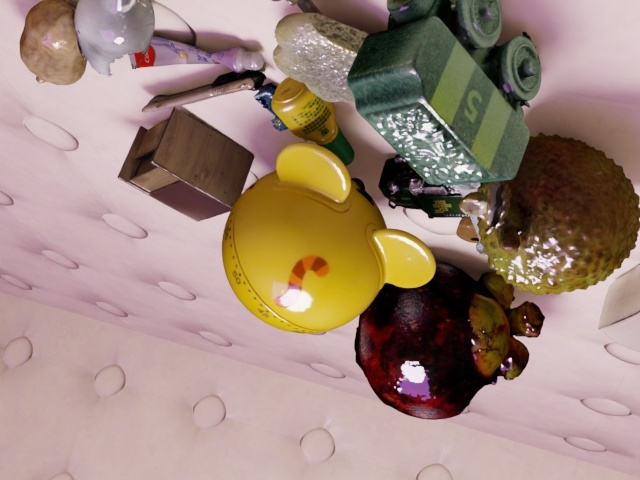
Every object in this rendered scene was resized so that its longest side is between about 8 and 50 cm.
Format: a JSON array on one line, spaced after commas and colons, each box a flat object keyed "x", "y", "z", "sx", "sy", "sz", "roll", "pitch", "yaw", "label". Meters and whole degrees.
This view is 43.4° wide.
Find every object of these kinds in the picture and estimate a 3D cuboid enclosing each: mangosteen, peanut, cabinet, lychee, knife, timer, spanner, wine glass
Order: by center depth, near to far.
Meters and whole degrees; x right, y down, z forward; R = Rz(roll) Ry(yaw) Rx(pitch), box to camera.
[{"x": 0.374, "y": -0.041, "z": 1.290, "sx": 0.270, "sy": 0.320, "sz": 0.270, "roll": 43, "pitch": 151, "yaw": 31, "label": "lychee"}, {"x": -0.331, "y": -0.390, "z": 1.304, "sx": 0.143, "sy": 0.143, "sz": 0.321, "roll": 23, "pitch": 159, "yaw": -7, "label": "wine glass"}, {"x": 0.296, "y": -0.043, "z": 1.488, "sx": 0.071, "sy": 0.017, "sz": 0.302, "roll": 5, "pitch": 152, "yaw": 27, "label": "spanner"}, {"x": -0.495, "y": -0.367, "z": 1.497, "sx": 0.129, "sy": 0.129, "sz": 0.224, "roll": 24, "pitch": 155, "yaw": -9, "label": "peanut"}, {"x": -0.230, "y": -0.285, "z": 1.538, "sx": 0.365, "sy": 0.089, "sz": 0.043, "roll": -1, "pitch": 106, "yaw": 46, "label": "knife"}, {"x": 0.000, "y": 0.000, "z": 1.580, "sx": 0.376, "sy": 0.376, "sz": 0.387, "roll": 31, "pitch": 139, "yaw": -24, "label": "timer"}, {"x": -0.292, "y": -0.165, "z": 1.756, "sx": 0.215, "sy": 0.148, "sz": 0.175, "roll": 29, "pitch": 156, "yaw": -30, "label": "cabinet"}, {"x": 0.284, "y": 0.216, "z": 1.899, "sx": 0.381, "sy": 0.421, "sz": 0.381, "roll": 58, "pitch": 173, "yaw": 12, "label": "mangosteen"}]

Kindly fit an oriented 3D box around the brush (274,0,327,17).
[{"x": -0.030, "y": -0.367, "z": 1.210, "sx": 0.084, "sy": 0.071, "sz": 0.301, "roll": 22, "pitch": 172, "yaw": 41, "label": "brush"}]

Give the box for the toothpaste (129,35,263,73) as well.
[{"x": -0.237, "y": -0.337, "z": 1.456, "sx": 0.301, "sy": 0.048, "sz": 0.075, "roll": 11, "pitch": 160, "yaw": 26, "label": "toothpaste"}]

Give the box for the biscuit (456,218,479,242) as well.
[{"x": 0.426, "y": -0.009, "z": 1.639, "sx": 0.320, "sy": 0.047, "sz": 0.183, "roll": 9, "pitch": 152, "yaw": 28, "label": "biscuit"}]

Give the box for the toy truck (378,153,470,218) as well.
[{"x": 0.245, "y": -0.106, "z": 1.516, "sx": 0.259, "sy": 0.088, "sz": 0.121, "roll": 1, "pitch": 151, "yaw": 35, "label": "toy truck"}]

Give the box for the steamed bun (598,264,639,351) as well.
[{"x": 0.690, "y": 0.137, "z": 1.606, "sx": 0.164, "sy": 0.146, "sz": 0.241, "roll": 25, "pitch": 155, "yaw": -3, "label": "steamed bun"}]

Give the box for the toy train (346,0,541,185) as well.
[{"x": 0.186, "y": -0.217, "z": 1.124, "sx": 0.167, "sy": 0.238, "sz": 0.299, "roll": -3, "pitch": 147, "yaw": 49, "label": "toy train"}]

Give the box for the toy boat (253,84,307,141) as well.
[{"x": -0.068, "y": -0.237, "z": 1.515, "sx": 0.060, "sy": 0.060, "sz": 0.137, "roll": -6, "pitch": 147, "yaw": 46, "label": "toy boat"}]

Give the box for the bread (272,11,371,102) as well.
[{"x": 0.046, "y": -0.272, "z": 1.293, "sx": 0.287, "sy": 0.056, "sz": 0.207, "roll": 16, "pitch": 164, "yaw": -18, "label": "bread"}]

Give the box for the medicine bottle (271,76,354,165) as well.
[{"x": -0.002, "y": -0.213, "z": 1.492, "sx": 0.064, "sy": 0.095, "sz": 0.260, "roll": 50, "pitch": -177, "yaw": 34, "label": "medicine bottle"}]
